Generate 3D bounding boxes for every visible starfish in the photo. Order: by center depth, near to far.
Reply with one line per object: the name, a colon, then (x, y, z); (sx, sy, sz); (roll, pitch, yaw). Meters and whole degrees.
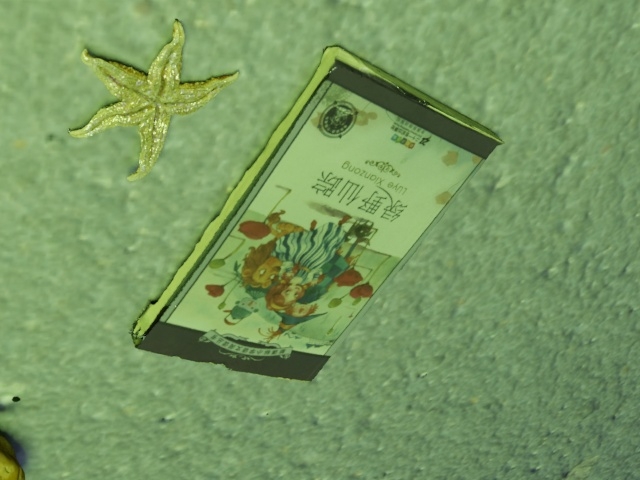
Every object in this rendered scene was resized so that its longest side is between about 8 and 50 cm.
starfish: (-0.085, -0.071, 0.442); (0.086, 0.016, 0.092); (-1, 124, -27)

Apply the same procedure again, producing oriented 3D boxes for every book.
book: (0.000, 0.001, 0.551); (0.158, 0.026, 0.231); (19, 118, -40)

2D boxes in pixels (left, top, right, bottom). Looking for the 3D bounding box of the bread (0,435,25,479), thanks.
bread: (-0.234, 0.153, 0.543); (0.083, 0.046, 0.081); (0, 132, -31)
